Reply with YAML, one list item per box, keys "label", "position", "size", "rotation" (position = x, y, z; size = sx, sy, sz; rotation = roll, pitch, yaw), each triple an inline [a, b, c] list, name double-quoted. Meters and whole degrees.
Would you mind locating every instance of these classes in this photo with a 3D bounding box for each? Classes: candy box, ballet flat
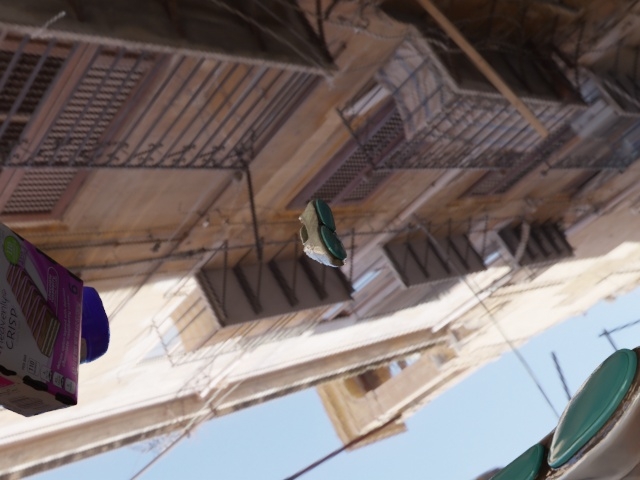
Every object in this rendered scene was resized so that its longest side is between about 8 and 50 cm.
- label: "candy box"
  position: [-0.339, 0.068, 0.782]
  size: [0.233, 0.071, 0.159]
  rotation: [52, -155, -55]
- label: "ballet flat"
  position: [0.314, 0.274, 0.916]
  size: [0.139, 0.400, 0.139]
  rotation: [15, -139, -13]
- label: "ballet flat"
  position: [0.000, 0.000, 1.075]
  size: [0.057, 0.052, 0.168]
  rotation: [40, -162, -23]

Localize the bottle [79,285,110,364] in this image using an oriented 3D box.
- label: "bottle"
  position: [-0.406, 0.136, 0.939]
  size: [0.283, 0.118, 0.092]
  rotation: [-15, -110, -27]
